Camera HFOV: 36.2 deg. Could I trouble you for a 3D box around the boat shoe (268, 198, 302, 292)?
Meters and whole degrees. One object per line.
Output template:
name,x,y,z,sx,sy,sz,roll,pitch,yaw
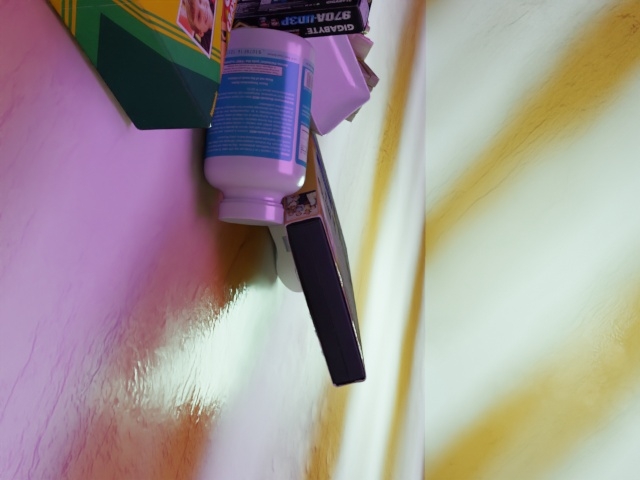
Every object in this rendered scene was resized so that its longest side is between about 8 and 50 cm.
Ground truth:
boat shoe,-0.053,0.006,1.730,0.063,0.066,0.184,-69,145,-53

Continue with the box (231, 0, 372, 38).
box,-0.032,-0.372,1.477,0.051,0.220,0.175,72,21,-43

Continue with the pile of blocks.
pile of blocks,0.025,-0.407,1.996,0.113,0.149,0.362,22,48,-28

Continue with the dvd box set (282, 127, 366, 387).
dvd box set,0.000,0.000,1.635,0.420,0.062,0.307,-96,171,-61

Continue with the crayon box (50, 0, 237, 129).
crayon box,-0.186,-0.361,1.099,0.313,0.106,0.362,66,27,-58

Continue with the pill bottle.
pill bottle,-0.089,-0.156,1.388,0.146,0.146,0.264,25,69,-74

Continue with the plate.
plate,-0.018,-0.340,1.734,0.277,0.045,0.278,66,28,-13
